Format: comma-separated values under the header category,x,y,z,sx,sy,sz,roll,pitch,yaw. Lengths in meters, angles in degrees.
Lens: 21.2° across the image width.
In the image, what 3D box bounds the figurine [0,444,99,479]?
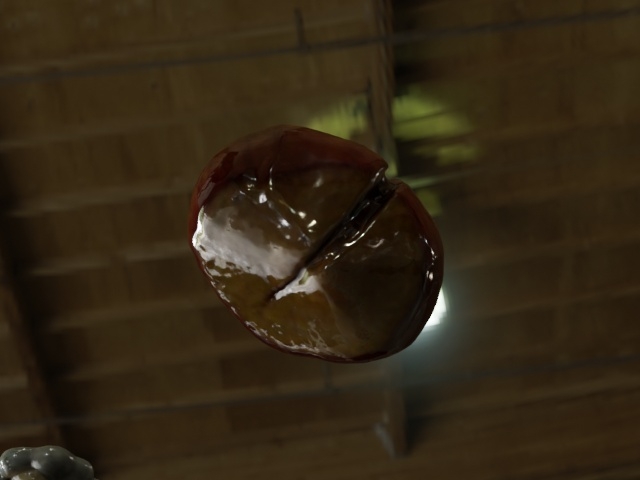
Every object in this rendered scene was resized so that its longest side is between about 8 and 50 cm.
category,x,y,z,sx,sy,sz,roll,pitch,yaw
figurine,-0.211,0.334,1.315,0.166,0.387,0.207,-16,-47,9

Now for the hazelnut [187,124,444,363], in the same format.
category,x,y,z,sx,sy,sz,roll,pitch,yaw
hazelnut,0.002,-0.002,1.338,0.212,0.181,0.181,42,-38,-1
